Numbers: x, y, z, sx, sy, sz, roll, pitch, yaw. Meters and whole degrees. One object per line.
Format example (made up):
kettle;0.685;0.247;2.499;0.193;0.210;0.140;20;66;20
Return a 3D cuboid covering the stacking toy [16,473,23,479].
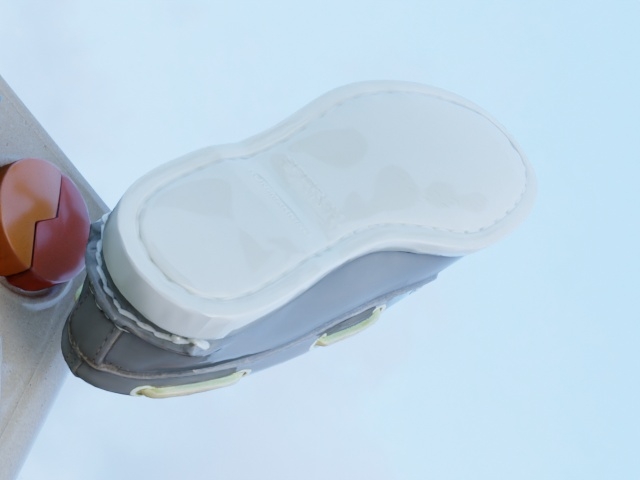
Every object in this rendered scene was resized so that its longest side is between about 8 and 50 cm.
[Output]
stacking toy;-0.371;0.104;0.744;0.350;0.479;0.351;-166;-90;-71

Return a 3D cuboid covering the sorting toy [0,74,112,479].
sorting toy;-0.183;0.028;0.658;0.041;0.307;0.229;-13;-54;29

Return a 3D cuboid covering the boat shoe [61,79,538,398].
boat shoe;-0.003;-0.004;0.787;0.109;0.305;0.091;53;-50;15
